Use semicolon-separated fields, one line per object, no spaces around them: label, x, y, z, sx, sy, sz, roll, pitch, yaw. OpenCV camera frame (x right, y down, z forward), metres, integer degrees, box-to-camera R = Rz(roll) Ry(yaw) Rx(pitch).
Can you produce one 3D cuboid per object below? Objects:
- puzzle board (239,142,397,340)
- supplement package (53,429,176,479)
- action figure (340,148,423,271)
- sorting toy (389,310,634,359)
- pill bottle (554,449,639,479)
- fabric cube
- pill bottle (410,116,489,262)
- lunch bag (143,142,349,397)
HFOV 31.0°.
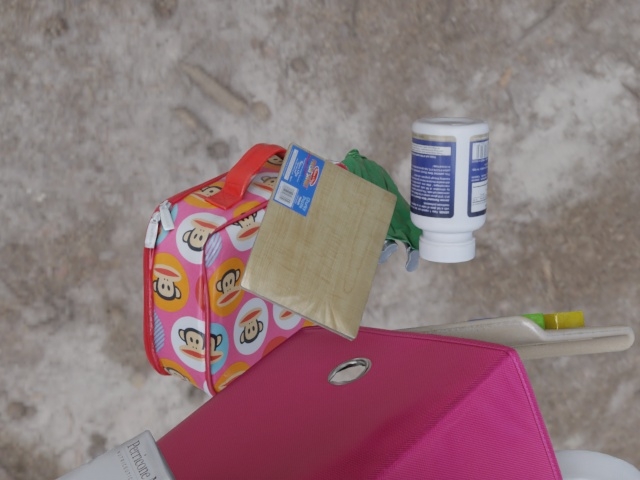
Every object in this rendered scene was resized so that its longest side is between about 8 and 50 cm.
puzzle board;0.000;0.000;0.862;0.096;0.128;0.011;26;151;-15
supplement package;-0.127;0.241;0.587;0.203;0.194;0.149;-28;118;-12
action figure;0.074;-0.051;1.548;0.137;0.232;0.063;18;120;-29
sorting toy;0.159;0.087;1.058;0.193;0.038;0.208;-11;167;37
pill bottle;0.254;0.381;1.163;0.176;0.318;0.176;10;145;7
fabric cube;0.019;0.243;0.893;0.258;0.254;0.259;-35;112;-35
pill bottle;0.157;-0.063;1.411;0.094;0.094;0.169;-2;103;-10
lunch bag;-0.074;0.015;1.322;0.293;0.120;0.258;-29;129;-49
